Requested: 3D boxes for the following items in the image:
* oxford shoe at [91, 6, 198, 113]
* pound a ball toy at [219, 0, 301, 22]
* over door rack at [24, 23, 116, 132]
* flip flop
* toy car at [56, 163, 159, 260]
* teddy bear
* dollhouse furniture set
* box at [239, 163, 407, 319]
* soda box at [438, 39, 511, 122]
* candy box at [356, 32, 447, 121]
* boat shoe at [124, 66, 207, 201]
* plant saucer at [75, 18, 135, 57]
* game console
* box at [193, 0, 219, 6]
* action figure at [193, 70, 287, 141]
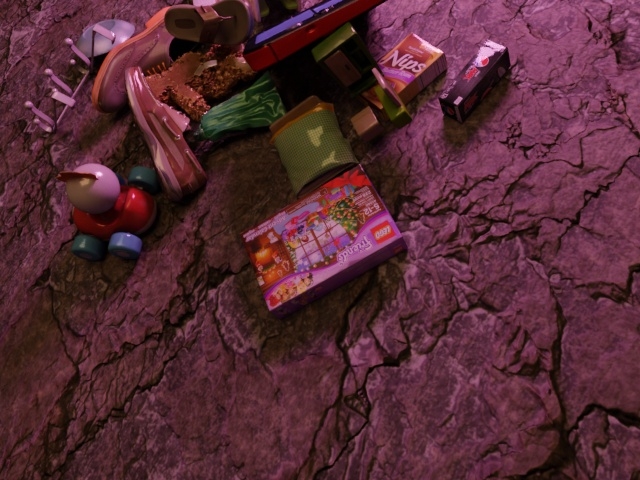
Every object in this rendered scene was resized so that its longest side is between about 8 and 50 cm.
[{"bbox_3d":[-0.464,-0.474,1.599,0.132,0.130,0.364,35,82,25],"label":"oxford shoe"},{"bbox_3d":[-0.186,-0.684,1.549,0.208,0.136,0.319,-19,55,-10],"label":"pound a ball toy"},{"bbox_3d":[-0.688,-0.442,1.607,0.324,0.108,0.239,-7,57,57],"label":"over door rack"},{"bbox_3d":[-0.280,-0.530,1.444,0.277,0.112,0.080,11,30,26],"label":"flip flop"},{"bbox_3d":[-0.516,-0.101,1.352,0.210,0.238,0.219,-2,63,22],"label":"toy car"},{"bbox_3d":[-0.315,-0.401,1.520,0.338,0.113,0.245,-41,61,-11],"label":"teddy bear"},{"bbox_3d":[0.005,-0.258,1.232,0.301,0.151,0.197,-33,59,17],"label":"dollhouse furniture set"},{"bbox_3d":[0.000,0.000,1.191,0.293,0.057,0.201,-30,57,6],"label":"box"},{"bbox_3d":[0.320,-0.329,1.229,0.053,0.060,0.169,37,83,34],"label":"soda box"},{"bbox_3d":[0.174,-0.362,1.312,0.186,0.053,0.109,-42,56,-3],"label":"candy box"},{"bbox_3d":[-0.363,-0.256,1.395,0.116,0.123,0.324,-23,94,-15],"label":"boat shoe"},{"bbox_3d":[-0.652,-0.614,1.769,0.195,0.037,0.195,-11,45,11],"label":"plant saucer"},{"bbox_3d":[-0.015,-0.503,1.349,0.342,0.060,0.386,-28,23,8],"label":"game console"},{"bbox_3d":[-0.312,-0.657,1.634,0.067,0.063,0.324,-20,49,3],"label":"box"},{"bbox_3d":[-0.201,-0.296,1.420,0.232,0.063,0.137,-24,72,4],"label":"action figure"}]
